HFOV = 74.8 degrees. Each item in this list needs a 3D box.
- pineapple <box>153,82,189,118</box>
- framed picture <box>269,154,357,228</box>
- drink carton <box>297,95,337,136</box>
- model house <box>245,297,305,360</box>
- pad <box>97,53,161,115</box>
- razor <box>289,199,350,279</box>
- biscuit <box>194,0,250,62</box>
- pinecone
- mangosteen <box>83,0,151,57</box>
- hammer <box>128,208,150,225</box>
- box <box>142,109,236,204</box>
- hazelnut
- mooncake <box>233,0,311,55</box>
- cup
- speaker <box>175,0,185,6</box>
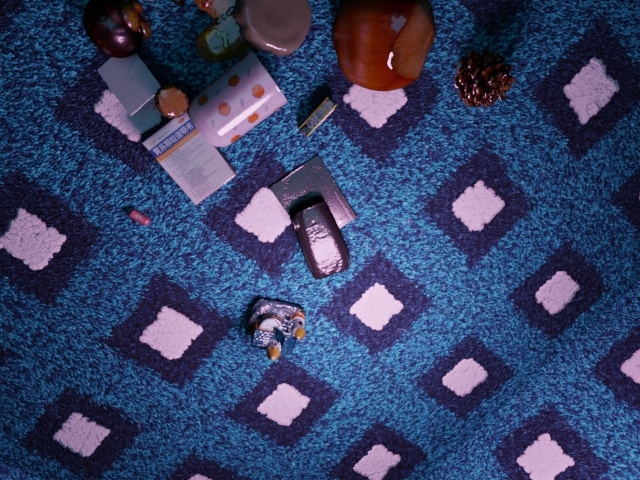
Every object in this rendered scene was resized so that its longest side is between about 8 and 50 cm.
[{"bbox_3d":[-0.531,-0.486,1.468,0.125,0.251,0.125,-7,110,-20],"label":"pineapple"},{"bbox_3d":[-0.025,-0.161,1.771,0.244,0.013,0.323,-33,110,4],"label":"framed picture"},{"bbox_3d":[-0.014,-0.483,1.637,0.056,0.071,0.165,42,99,-15],"label":"drink carton"},{"bbox_3d":[-0.187,0.399,1.789,0.253,0.291,0.184,17,109,-13],"label":"model house"},{"bbox_3d":[-0.681,-0.573,1.488,0.156,0.004,0.232,-38,81,4],"label":"pad"},{"bbox_3d":[0.000,0.000,1.765,0.189,0.107,0.326,-23,109,-1],"label":"razor"},{"bbox_3d":[-0.353,-0.794,1.478,0.262,0.052,0.277,-25,117,-1],"label":"biscuit"},{"bbox_3d":[0.640,-0.623,1.618,0.222,0.221,0.221,-2,108,-8],"label":"pinecone"},{"bbox_3d":[-0.679,-0.717,1.397,0.210,0.210,0.209,-2,108,-8],"label":"mangosteen"},{"bbox_3d":[-0.725,-0.092,1.675,0.083,0.043,0.043,37,99,-18],"label":"hammer"},{"bbox_3d":[-0.492,-0.316,1.603,0.200,0.106,0.299,-36,108,4],"label":"box"},{"bbox_3d":[0.222,-0.714,1.470,0.366,0.366,0.365,-2,108,-8],"label":"hazelnut"},{"bbox_3d":[-0.167,-0.782,1.451,0.275,0.135,0.274,-8,107,-29],"label":"mooncake"},{"bbox_3d":[-0.309,-0.497,1.516,0.317,0.212,0.212,-35,109,5],"label":"cup"},{"bbox_3d":[-0.459,-0.920,1.422,0.044,0.082,0.218,19,103,-14],"label":"speaker"}]
